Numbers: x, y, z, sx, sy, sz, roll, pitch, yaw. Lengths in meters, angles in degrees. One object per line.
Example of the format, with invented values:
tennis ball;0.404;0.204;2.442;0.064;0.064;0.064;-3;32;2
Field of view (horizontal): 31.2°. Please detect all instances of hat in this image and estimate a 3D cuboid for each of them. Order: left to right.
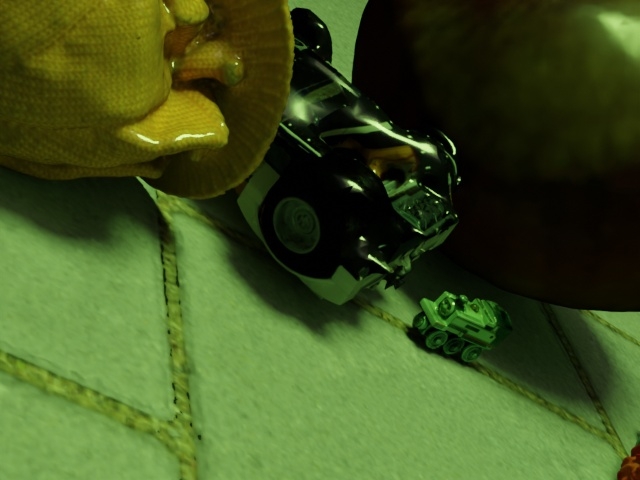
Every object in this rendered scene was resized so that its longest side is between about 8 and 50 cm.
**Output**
hat;-0.167;-0.130;0.684;0.233;0.244;0.233;42;35;20

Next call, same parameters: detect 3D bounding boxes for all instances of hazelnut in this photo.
hazelnut;0.218;-0.121;1.076;0.429;0.402;0.402;42;20;25

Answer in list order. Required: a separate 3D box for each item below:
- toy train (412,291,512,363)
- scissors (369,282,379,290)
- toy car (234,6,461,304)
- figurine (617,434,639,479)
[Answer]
toy train;0.114;0.069;0.941;0.083;0.053;0.033;25;27;-38
scissors;0.000;0.000;0.935;0.119;0.014;0.058;38;26;-1
toy car;-0.027;-0.086;0.897;0.301;0.118;0.193;42;38;15
figurine;0.358;0.241;0.955;0.245;0.110;0.138;48;35;0
